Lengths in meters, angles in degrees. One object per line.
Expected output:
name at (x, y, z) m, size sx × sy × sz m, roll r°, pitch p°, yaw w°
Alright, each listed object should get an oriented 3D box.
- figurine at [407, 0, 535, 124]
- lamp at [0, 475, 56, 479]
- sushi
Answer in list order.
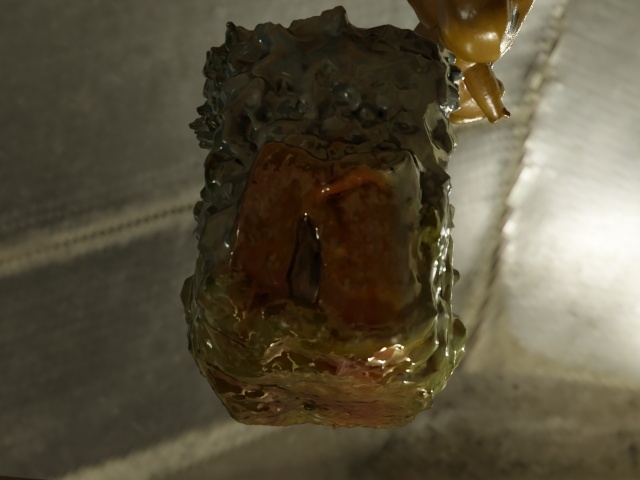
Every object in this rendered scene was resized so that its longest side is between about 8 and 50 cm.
figurine at (0.087, -0.138, 1.373) m, size 0.122 × 0.121 × 0.176 m, roll -26°, pitch 167°, yaw -22°
lamp at (-0.317, 0.322, 1.540) m, size 0.269 × 0.047 × 0.266 m, roll 12°, pitch 75°, yaw -39°
sushi at (0.000, 0.000, 0.940) m, size 0.274 × 0.139 × 0.184 m, roll 110°, pitch -17°, yaw -74°
